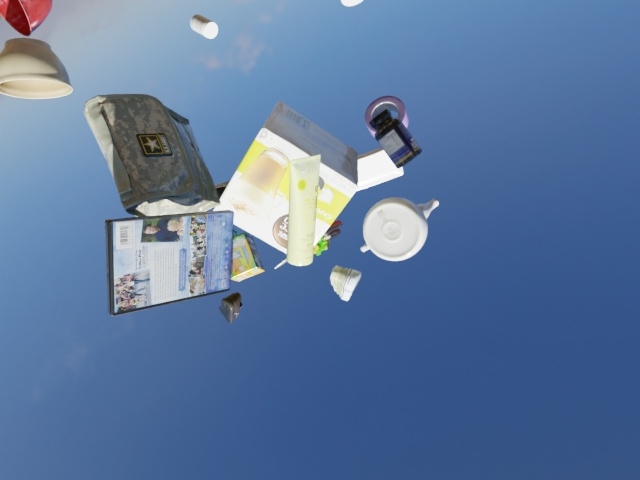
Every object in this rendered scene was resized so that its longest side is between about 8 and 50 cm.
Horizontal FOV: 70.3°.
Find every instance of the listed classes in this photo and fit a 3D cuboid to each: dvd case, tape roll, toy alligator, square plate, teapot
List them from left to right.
[{"bbox_3d":[-0.284,0.037,0.886,0.253,0.180,0.022,-9,-158,-43],"label":"dvd case"},{"bbox_3d":[0.000,0.000,1.581,0.056,0.190,0.051,-20,-106,-18],"label":"toy alligator"},{"bbox_3d":[0.254,-0.376,2.377,0.347,0.344,0.049,-19,-111,7],"label":"square plate"},{"bbox_3d":[0.301,-0.554,2.063,0.189,0.080,0.189,-5,-106,19],"label":"tape roll"},{"bbox_3d":[0.286,-0.048,1.708,0.256,0.253,0.187,14,-164,19],"label":"teapot"}]

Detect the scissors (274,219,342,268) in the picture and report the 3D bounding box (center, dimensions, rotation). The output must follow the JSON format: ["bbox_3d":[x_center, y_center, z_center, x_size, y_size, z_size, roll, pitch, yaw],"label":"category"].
[{"bbox_3d":[-0.049,0.013,1.680,0.297,0.109,0.021,-27,-112,-6],"label":"scissors"}]

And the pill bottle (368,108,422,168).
[{"bbox_3d":[0.292,-0.405,1.797,0.123,0.219,0.123,-36,-176,3],"label":"pill bottle"}]

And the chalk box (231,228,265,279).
[{"bbox_3d":[-0.348,0.052,1.952,0.132,0.132,0.213,-24,-103,3],"label":"chalk box"}]

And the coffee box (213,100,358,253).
[{"bbox_3d":[-0.102,-0.200,1.516,0.334,0.337,0.338,-53,-165,26],"label":"coffee box"}]

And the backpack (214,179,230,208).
[{"bbox_3d":[-0.408,-0.198,2.022,0.182,0.152,0.115,-5,-157,25],"label":"backpack"}]

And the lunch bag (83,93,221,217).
[{"bbox_3d":[-0.365,-0.172,0.993,0.169,0.235,0.287,-23,176,8],"label":"lunch bag"}]

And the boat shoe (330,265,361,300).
[{"bbox_3d":[0.086,0.141,1.623,0.094,0.302,0.109,28,-104,8],"label":"boat shoe"}]

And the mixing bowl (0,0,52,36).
[{"bbox_3d":[-0.701,-0.588,1.064,0.181,0.181,0.098,14,-132,44],"label":"mixing bowl"}]

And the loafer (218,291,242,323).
[{"bbox_3d":[-0.332,0.254,1.728,0.078,0.080,0.220,-35,173,-26],"label":"loafer"}]

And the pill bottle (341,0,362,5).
[{"bbox_3d":[0.088,-0.926,1.569,0.108,0.193,0.108,-20,172,-3],"label":"pill bottle"}]

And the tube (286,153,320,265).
[{"bbox_3d":[-0.039,-0.063,0.985,0.062,0.240,0.070,4,-158,-2],"label":"tube"}]

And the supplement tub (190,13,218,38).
[{"bbox_3d":[-0.490,-0.901,1.911,0.071,0.071,0.107,-43,-119,-16],"label":"supplement tub"}]

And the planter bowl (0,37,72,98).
[{"bbox_3d":[-0.698,-0.419,1.099,0.162,0.109,0.162,-7,-177,0],"label":"planter bowl"}]
